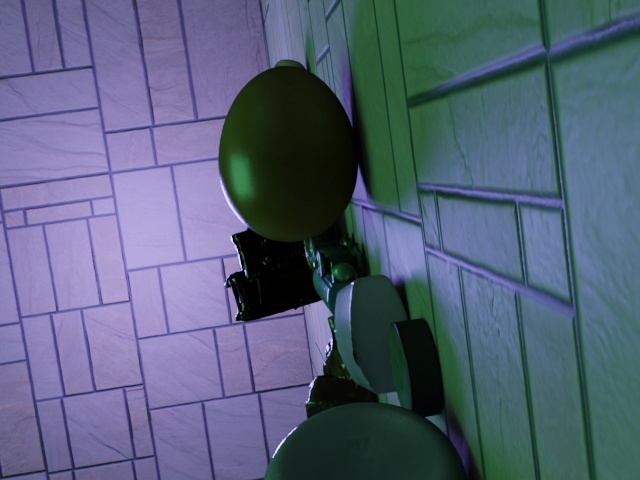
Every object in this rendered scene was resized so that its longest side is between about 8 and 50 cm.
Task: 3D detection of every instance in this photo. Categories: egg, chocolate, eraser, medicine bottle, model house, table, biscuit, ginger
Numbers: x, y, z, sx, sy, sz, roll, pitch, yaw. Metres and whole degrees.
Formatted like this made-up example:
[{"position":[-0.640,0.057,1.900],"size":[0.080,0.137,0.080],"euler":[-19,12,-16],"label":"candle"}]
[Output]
[{"position":[-0.057,-0.157,1.539],"size":[0.250,0.250,0.323],"euler":[100,170,-74],"label":"egg"},{"position":[0.043,0.364,1.844],"size":[0.214,0.148,0.093],"euler":[93,-176,-53],"label":"chocolate"},{"position":[0.079,0.152,1.388],"size":[0.270,0.094,0.174],"euler":[126,136,-82],"label":"eraser"},{"position":[0.064,0.385,1.076],"size":[0.245,0.245,0.306],"euler":[-106,7,-55],"label":"medicine bottle"},{"position":[-0.114,0.004,2.195],"size":[0.297,0.317,0.283],"euler":[-130,27,-65],"label":"model house"},{"position":[0.128,0.174,1.164],"size":[0.133,0.043,0.134],"euler":[172,90,-85],"label":"table"},{"position":[0.000,0.000,1.967],"size":[0.254,0.029,0.172],"euler":[34,-134,-72],"label":"biscuit"},{"position":[0.055,0.299,2.025],"size":[0.333,0.080,0.166],"euler":[106,142,-62],"label":"ginger"}]

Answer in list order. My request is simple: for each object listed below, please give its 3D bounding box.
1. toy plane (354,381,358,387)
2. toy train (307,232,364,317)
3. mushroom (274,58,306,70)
[{"position":[0.068,0.201,1.764],"size":[0.130,0.061,0.189],"euler":[-110,12,-70],"label":"toy plane"},{"position":[0.032,0.075,1.729],"size":[0.248,0.101,0.159],"euler":[-127,32,-78],"label":"toy train"},{"position":[-0.085,-0.389,2.201],"size":[0.154,0.122,0.154],"euler":[165,90,-89],"label":"mushroom"}]
